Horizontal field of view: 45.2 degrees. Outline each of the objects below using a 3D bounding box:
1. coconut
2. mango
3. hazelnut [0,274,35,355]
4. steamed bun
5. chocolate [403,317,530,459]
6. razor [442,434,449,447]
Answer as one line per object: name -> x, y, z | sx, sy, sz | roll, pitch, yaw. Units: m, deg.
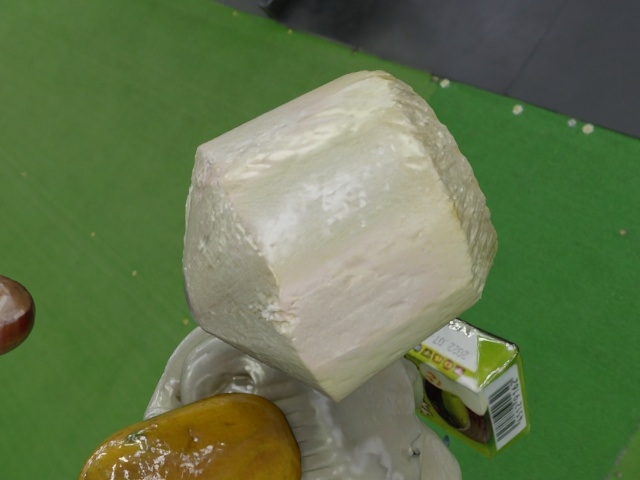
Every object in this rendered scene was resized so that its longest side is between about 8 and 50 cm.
coconut -> 0.000, 0.000, 0.639 | 0.244, 0.239, 0.239 | -32, 48, -3
mango -> -0.104, 0.195, 0.653 | 0.109, 0.227, 0.147 | 40, 101, 38
hazelnut -> -0.343, 0.081, 0.824 | 0.086, 0.086, 0.086 | -18, 57, 29
steamed bun -> -0.005, 0.231, 0.898 | 0.342, 0.368, 0.255 | -29, 8, 38
chocolate -> 0.297, 0.303, 1.681 | 0.137, 0.301, 0.288 | -40, 44, -24
razor -> 0.301, 0.523, 1.896 | 0.033, 0.190, 0.066 | 26, 104, 8
